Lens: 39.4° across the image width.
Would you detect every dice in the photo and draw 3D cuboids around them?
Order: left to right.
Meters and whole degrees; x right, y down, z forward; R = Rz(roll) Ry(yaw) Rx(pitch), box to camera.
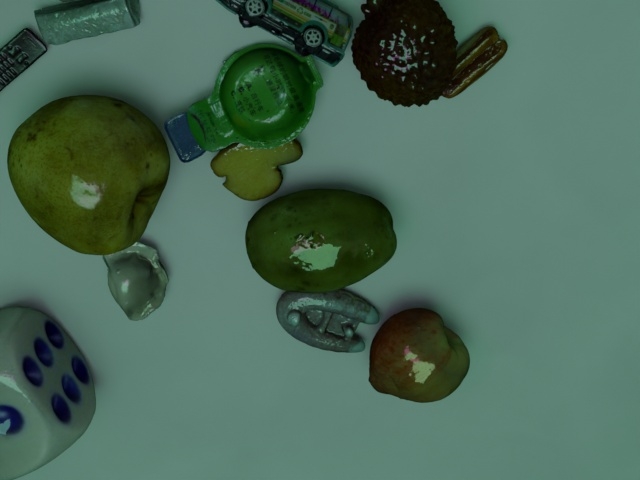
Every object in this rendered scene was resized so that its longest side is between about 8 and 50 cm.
[{"bbox_3d":[-0.709,0.342,1.991,0.304,0.277,0.304,-23,112,12],"label":"dice"}]

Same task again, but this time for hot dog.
[{"bbox_3d":[0.283,-0.338,1.717,0.165,0.045,0.071,-40,112,20],"label":"hot dog"}]

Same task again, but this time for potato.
[{"bbox_3d":[0.000,-0.001,1.818,0.304,0.216,0.216,-6,118,-3],"label":"potato"}]

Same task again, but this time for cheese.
[{"bbox_3d":[-0.148,-0.259,1.728,0.320,0.083,0.204,-26,88,9],"label":"cheese"}]

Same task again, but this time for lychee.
[{"bbox_3d":[0.150,-0.359,1.635,0.200,0.200,0.238,-32,104,17],"label":"lychee"}]

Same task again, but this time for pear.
[{"bbox_3d":[-0.451,-0.132,1.719,0.303,0.304,0.304,1,118,2],"label":"pear"}]

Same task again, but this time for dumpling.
[{"bbox_3d":[-0.398,0.081,1.939,0.127,0.108,0.188,-18,104,-17],"label":"dumpling"}]

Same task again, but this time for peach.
[{"bbox_3d":[0.202,0.265,1.957,0.232,0.232,0.233,1,118,2],"label":"peach"}]

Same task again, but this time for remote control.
[{"bbox_3d":[-0.639,-0.322,1.750,0.245,0.025,0.063,-35,118,14],"label":"remote control"}]

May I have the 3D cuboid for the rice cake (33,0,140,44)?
[{"bbox_3d":[-0.435,-0.419,1.688,0.206,0.063,0.069,-7,120,6],"label":"rice cake"}]

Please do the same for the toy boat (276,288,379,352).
[{"bbox_3d":[0.011,0.178,1.982,0.227,0.085,0.155,21,118,-9],"label":"toy boat"}]

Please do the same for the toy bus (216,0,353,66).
[{"bbox_3d":[-0.065,-0.419,1.649,0.261,0.091,0.109,26,77,-13],"label":"toy bus"}]

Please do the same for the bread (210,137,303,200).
[{"bbox_3d":[-0.122,-0.161,1.822,0.187,0.065,0.149,-23,126,10],"label":"bread"}]
